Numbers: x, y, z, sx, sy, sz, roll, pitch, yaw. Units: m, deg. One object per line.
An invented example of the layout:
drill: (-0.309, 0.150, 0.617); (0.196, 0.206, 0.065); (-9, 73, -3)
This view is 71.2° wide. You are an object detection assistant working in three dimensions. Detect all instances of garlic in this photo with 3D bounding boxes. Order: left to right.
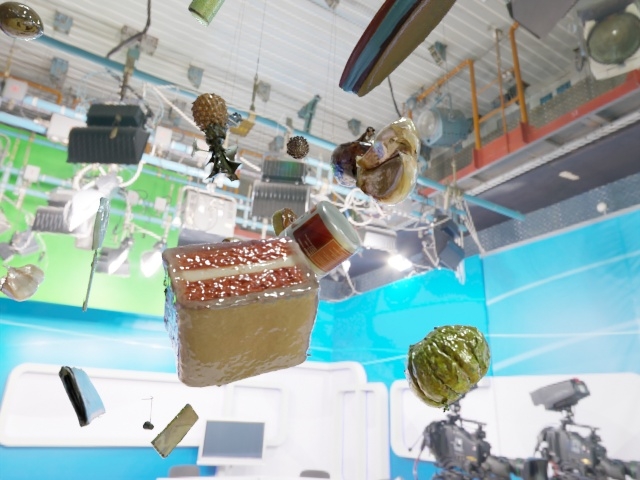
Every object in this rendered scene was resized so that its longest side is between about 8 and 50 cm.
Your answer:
garlic: (-0.998, 0.131, 1.494); (0.124, 0.174, 0.099); (32, -68, -15)
garlic: (0.267, -0.296, 1.683); (0.249, 0.286, 0.313); (35, -37, -18)

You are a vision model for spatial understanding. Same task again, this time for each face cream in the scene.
face cream: (0.000, 0.000, 1.420); (0.187, 0.201, 0.201); (-38, -35, 16)

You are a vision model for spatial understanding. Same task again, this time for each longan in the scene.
longan: (-0.785, -0.572, 1.168); (0.113, 0.092, 0.113); (14, 7, -2)

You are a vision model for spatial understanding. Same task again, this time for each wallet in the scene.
wallet: (-0.767, 0.495, 1.451); (0.046, 0.190, 0.379); (-25, -5, -25)

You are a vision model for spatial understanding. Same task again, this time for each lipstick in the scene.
lipstick: (-0.276, -0.765, 1.291); (0.076, 0.304, 0.076); (32, -1, 1)

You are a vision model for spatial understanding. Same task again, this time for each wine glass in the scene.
wine glass: (-0.447, -0.372, 1.883); (0.183, 0.122, 0.122); (12, -22, -17)

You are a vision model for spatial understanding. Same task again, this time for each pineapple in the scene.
pineapple: (-0.309, -0.306, 1.340); (0.130, 0.277, 0.119); (-22, -17, 23)

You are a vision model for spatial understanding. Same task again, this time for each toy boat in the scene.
toy boat: (-0.335, 0.439, 1.034); (0.016, 0.115, 0.063); (9, -50, 37)
toy boat: (0.183, -0.459, 0.945); (0.136, 0.079, 0.392); (19, -55, -44)

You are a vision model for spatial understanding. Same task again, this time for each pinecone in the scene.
pinecone: (-0.094, -0.378, 1.863); (0.102, 0.102, 0.109); (2, -26, 4)

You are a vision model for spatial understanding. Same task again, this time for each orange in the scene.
orange: (0.406, 0.388, 1.443); (0.301, 0.223, 0.300); (-41, -13, 1)

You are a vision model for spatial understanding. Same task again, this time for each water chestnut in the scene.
water chestnut: (0.225, -0.393, 2.153); (0.351, 0.302, 0.350); (6, 5, -1)

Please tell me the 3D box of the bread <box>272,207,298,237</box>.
bread: (-0.135, -0.052, 1.798); (0.086, 0.156, 0.125); (-15, 14, 26)

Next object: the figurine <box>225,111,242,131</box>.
figurine: (-0.367, -0.460, 1.744); (0.077, 0.136, 0.079); (34, -22, 24)

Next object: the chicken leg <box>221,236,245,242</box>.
chicken leg: (-0.321, 0.195, 1.853); (0.182, 0.295, 0.409); (-18, -46, -12)

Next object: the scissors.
scissors: (-0.697, 0.044, 1.376); (0.029, 0.360, 0.191); (13, -1, -20)

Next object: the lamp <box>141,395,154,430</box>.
lamp: (-0.608, 0.617, 1.587); (0.054, 0.121, 0.041); (-7, -4, 44)

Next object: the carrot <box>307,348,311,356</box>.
carrot: (-0.198, 0.288, 1.349); (0.331, 0.193, 0.214); (-5, -25, -3)

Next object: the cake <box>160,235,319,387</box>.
cake: (-0.169, 0.138, 0.949); (0.309, 0.237, 0.230); (-8, -53, -22)
